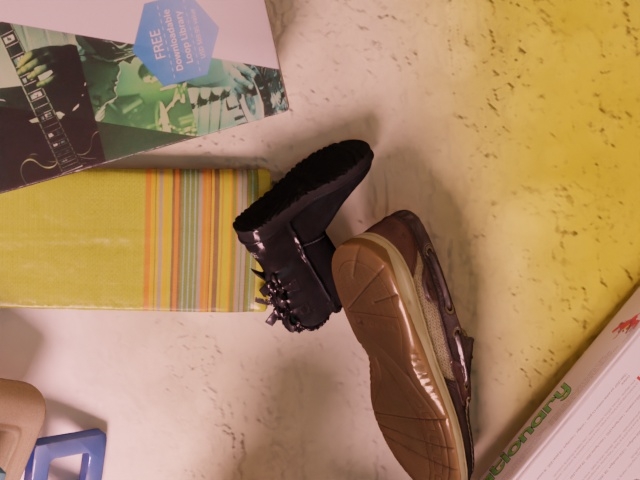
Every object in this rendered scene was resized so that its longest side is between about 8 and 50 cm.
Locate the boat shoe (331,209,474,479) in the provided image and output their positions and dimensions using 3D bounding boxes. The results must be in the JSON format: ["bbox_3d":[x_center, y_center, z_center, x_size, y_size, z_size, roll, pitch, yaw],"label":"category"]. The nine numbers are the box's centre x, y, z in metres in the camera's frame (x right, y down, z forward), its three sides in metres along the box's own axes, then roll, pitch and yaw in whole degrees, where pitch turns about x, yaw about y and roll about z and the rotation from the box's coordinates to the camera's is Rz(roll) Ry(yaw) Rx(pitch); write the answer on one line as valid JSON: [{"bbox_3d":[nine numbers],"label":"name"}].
[{"bbox_3d":[0.075,0.081,1.366,0.073,0.080,0.223,-39,123,-32],"label":"boat shoe"}]

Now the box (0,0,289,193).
[{"bbox_3d":[-0.197,-0.152,1.224,0.322,0.058,0.232,-17,106,-14],"label":"box"}]

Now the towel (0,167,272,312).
[{"bbox_3d":[-0.151,-0.003,1.345,0.237,0.021,0.102,1,104,-7],"label":"towel"}]

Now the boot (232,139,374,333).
[{"bbox_3d":[0.001,0.000,1.346,0.121,0.045,0.099,-38,125,-17],"label":"boot"}]

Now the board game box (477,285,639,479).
[{"bbox_3d":[0.252,0.158,1.402,0.193,0.053,0.305,40,91,-16],"label":"board game box"}]

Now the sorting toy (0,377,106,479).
[{"bbox_3d":[-0.275,0.181,1.275,0.348,0.047,0.196,13,99,-46],"label":"sorting toy"}]
